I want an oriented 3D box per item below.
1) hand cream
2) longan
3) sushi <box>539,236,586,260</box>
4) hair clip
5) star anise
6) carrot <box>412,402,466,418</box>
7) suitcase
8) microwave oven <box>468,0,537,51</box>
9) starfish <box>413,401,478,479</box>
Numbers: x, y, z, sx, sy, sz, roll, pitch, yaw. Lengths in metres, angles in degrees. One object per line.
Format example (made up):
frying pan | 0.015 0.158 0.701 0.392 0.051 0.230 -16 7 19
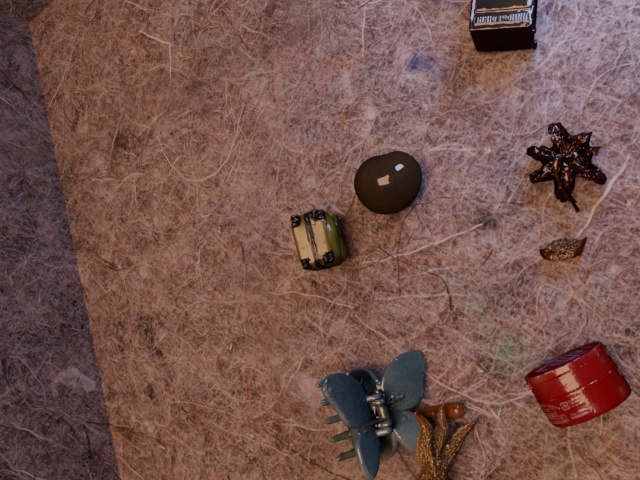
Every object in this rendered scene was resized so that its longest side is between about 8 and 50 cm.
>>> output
hand cream | 0.665 0.374 1.389 0.230 0.230 0.149 -33 73 27
longan | 0.213 -0.180 1.680 0.220 0.196 0.196 -14 83 25
sushi | 0.676 0.021 1.483 0.120 0.052 0.055 -11 99 33
hair clip | 0.150 0.547 1.674 0.238 0.392 0.318 -34 70 54
star anise | 0.664 -0.214 1.448 0.220 0.126 0.190 42 107 27
carrot | 0.354 0.544 1.684 0.216 0.048 0.048 -20 80 34
suitcase | 0.000 0.000 1.791 0.143 0.235 0.193 -16 82 11
microwave oven | 0.523 -0.672 1.497 0.178 0.188 0.247 5 89 26
starfish | 0.364 0.631 1.576 0.084 0.302 0.293 -2 74 67
